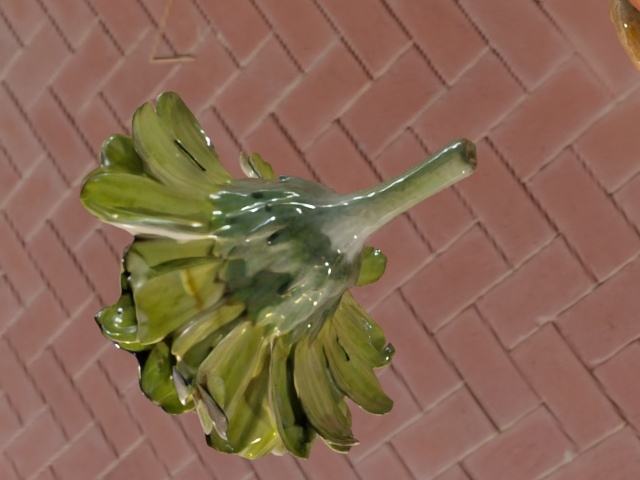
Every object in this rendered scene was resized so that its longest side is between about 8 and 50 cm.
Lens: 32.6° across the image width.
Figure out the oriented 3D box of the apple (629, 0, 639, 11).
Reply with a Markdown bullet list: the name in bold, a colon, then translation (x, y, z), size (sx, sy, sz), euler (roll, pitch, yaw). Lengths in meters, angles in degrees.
- **apple**: translation (0.300, -0.229, 0.617), size (0.301, 0.301, 0.302), euler (7, 103, 32)

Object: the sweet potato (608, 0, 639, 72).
- **sweet potato**: translation (0.414, -0.374, 1.409), size (0.109, 0.109, 0.385), euler (-18, 63, 34)

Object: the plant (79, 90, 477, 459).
- **plant**: translation (-0.032, 0.036, 0.846), size (0.297, 0.306, 0.261), euler (5, 62, 51)
